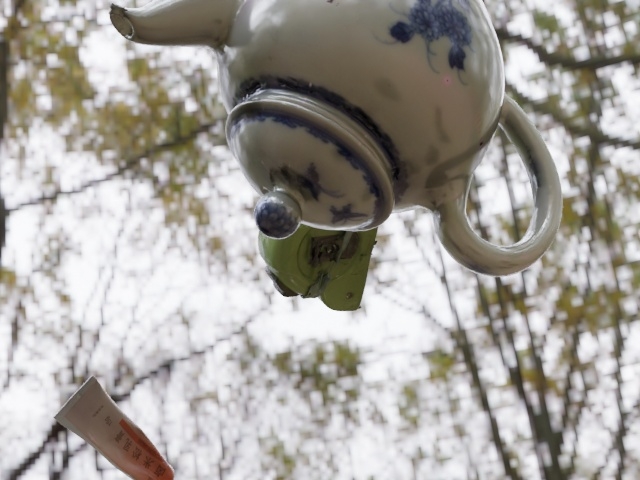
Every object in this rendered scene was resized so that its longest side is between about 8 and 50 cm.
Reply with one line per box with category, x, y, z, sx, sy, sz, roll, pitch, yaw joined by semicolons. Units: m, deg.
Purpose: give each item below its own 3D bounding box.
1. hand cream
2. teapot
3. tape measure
hand cream;-0.209;0.221;1.788;0.038;0.052;0.216;-1;-34;30
teapot;0.021;-0.113;1.414;0.424;0.280;0.252;33;-27;-5
tape measure;0.000;0.000;2.039;0.154;0.087;0.177;1;-66;-29
